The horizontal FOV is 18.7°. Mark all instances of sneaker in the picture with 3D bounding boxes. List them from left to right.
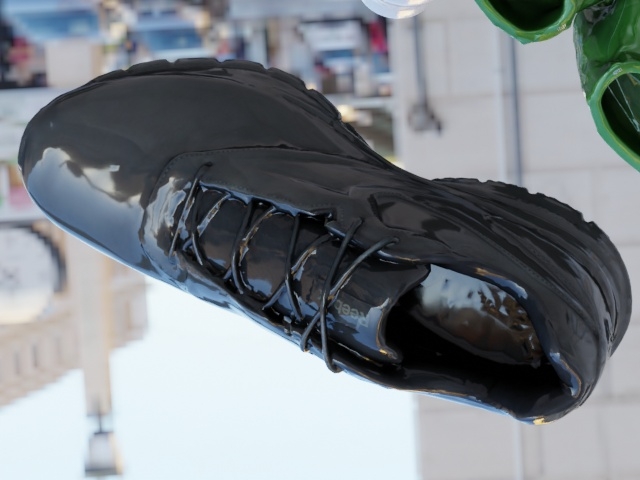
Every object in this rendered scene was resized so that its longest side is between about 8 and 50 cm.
[{"bbox_3d":[0.000,0.000,0.850,0.286,0.109,0.130,17,-161,4],"label":"sneaker"}]

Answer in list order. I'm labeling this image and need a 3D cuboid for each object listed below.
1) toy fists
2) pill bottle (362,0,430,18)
[{"bbox_3d":[0.196,-0.169,1.410,0.096,0.279,0.142,-41,-162,20],"label":"toy fists"},{"bbox_3d":[0.098,-0.323,2.039,0.121,0.121,0.216,-4,159,-11],"label":"pill bottle"}]
